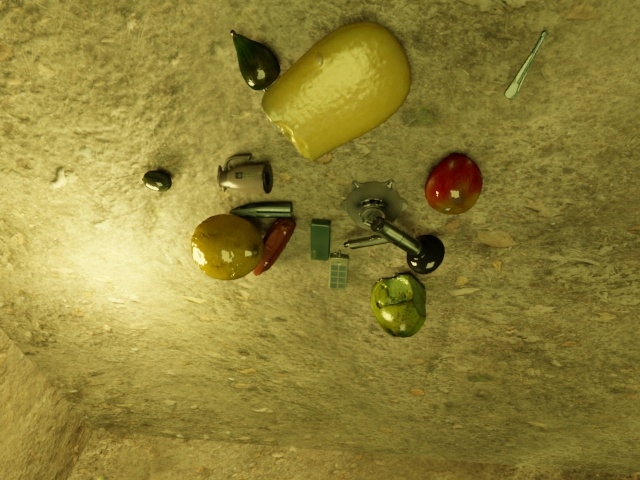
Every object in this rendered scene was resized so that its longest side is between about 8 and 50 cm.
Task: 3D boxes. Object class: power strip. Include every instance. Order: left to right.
[{"bbox_3d":[0.076,0.133,1.743,0.079,0.029,0.227,5,129,5],"label":"power strip"}]

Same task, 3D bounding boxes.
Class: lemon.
[{"bbox_3d":[-0.354,0.027,1.569,0.310,0.258,0.258,4,133,33],"label":"lemon"}]

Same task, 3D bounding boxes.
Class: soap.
[{"bbox_3d":[0.057,-0.443,1.221,0.427,0.115,0.306,-26,119,23],"label":"soap"}]

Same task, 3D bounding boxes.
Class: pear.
[{"bbox_3d":[0.305,0.289,1.694,0.238,0.255,0.164,-24,123,31],"label":"pear"}]

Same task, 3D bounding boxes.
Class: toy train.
[{"bbox_3d":[-0.234,-0.121,1.569,0.251,0.055,0.048,1,129,7],"label":"toy train"}]

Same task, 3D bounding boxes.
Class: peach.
[{"bbox_3d":[0.447,-0.188,1.371,0.190,0.192,0.190,14,168,3],"label":"peach"}]

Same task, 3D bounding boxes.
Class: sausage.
[{"bbox_3d":[-0.198,0.025,1.657,0.102,0.102,0.330,27,128,-13],"label":"sausage"}]

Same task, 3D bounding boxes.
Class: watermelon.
[{"bbox_3d":[-0.615,-0.224,1.532,0.110,0.078,0.078,15,130,-2],"label":"watermelon"}]

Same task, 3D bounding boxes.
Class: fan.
[{"bbox_3d":[0.585,-0.495,1.160,0.038,0.016,0.193,16,130,-1],"label":"fan"}]

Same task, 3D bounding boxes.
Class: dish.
[{"bbox_3d":[0.188,-0.116,1.487,0.236,0.086,0.228,-20,123,23],"label":"dish"}]

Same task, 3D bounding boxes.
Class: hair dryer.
[{"bbox_3d":[0.257,-0.003,1.536,0.320,0.156,0.284,25,171,-29],"label":"hair dryer"}]

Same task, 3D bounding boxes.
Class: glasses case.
[{"bbox_3d":[0.000,0.000,1.640,0.077,0.039,0.184,5,130,5],"label":"glasses case"}]

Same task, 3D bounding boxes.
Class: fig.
[{"bbox_3d":[-0.196,-0.538,1.199,0.117,0.117,0.177,-26,107,27],"label":"fig"}]

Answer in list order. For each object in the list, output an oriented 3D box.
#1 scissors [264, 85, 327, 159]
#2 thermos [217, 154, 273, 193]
[{"bbox_3d":[-0.065,-0.400,1.336,0.317,0.024,0.160,39,126,-22],"label":"scissors"},{"bbox_3d":[-0.278,-0.237,1.465,0.193,0.105,0.137,3,104,15],"label":"thermos"}]
